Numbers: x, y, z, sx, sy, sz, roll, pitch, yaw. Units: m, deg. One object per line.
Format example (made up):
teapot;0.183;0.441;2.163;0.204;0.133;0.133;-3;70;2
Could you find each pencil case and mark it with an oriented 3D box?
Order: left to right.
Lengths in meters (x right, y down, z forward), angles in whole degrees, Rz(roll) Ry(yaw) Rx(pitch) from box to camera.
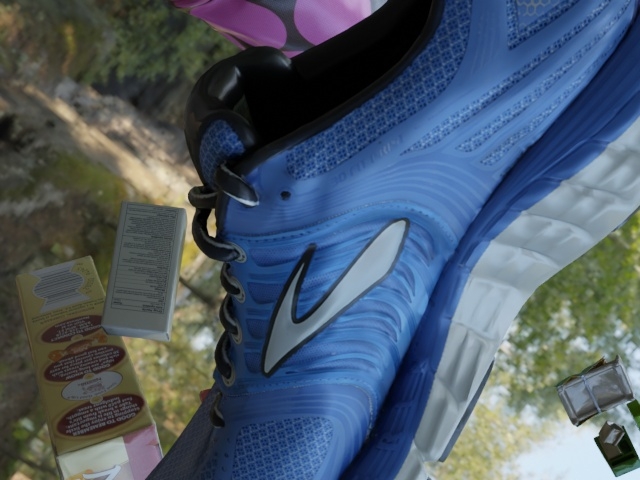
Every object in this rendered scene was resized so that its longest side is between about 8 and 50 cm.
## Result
pencil case;0.001;-0.120;0.590;0.098;0.209;0.095;-6;-119;40

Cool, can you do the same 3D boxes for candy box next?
candy box;-0.210;0.167;0.955;0.087;0.183;0.316;-16;-150;-14

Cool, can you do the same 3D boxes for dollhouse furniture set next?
dollhouse furniture set;0.305;0.180;1.096;0.076;0.152;0.059;-27;-155;8

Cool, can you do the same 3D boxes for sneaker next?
sneaker;0.000;0.000;0.391;0.330;0.147;0.130;-58;-162;18

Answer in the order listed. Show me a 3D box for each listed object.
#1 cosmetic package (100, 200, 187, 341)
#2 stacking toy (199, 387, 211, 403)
cosmetic package;-0.154;0.027;0.892;0.041;0.060;0.115;103;-5;-73
stacking toy;-0.051;0.339;1.504;0.130;0.280;0.309;-29;-150;-4
